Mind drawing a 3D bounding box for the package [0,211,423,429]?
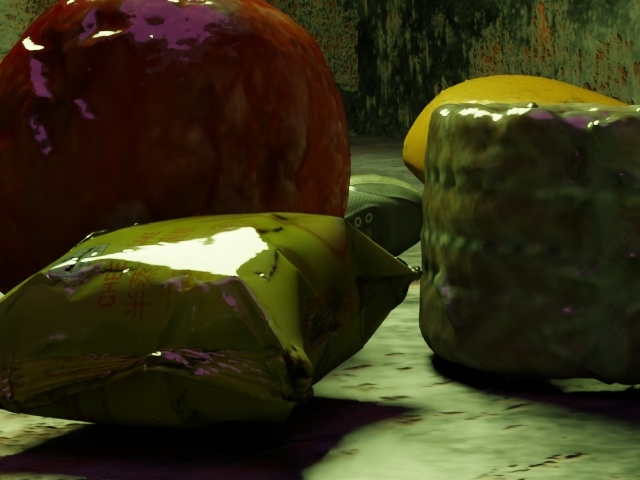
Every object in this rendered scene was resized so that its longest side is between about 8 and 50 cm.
[{"bbox_3d":[-0.055,0.034,0.790,0.168,0.090,0.226,-1,8,15],"label":"package"}]

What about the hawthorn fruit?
[{"bbox_3d":[-0.092,-0.079,1.017,0.242,0.271,0.242,9,4,-1],"label":"hawthorn fruit"}]

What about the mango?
[{"bbox_3d":[0.192,-0.037,1.233,0.257,0.138,0.187,24,3,41],"label":"mango"}]

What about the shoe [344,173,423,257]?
[{"bbox_3d":[0.002,0.000,1.251,0.194,0.074,0.077,-6,19,-23],"label":"shoe"}]

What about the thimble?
[{"bbox_3d":[0.146,-0.009,0.930,0.196,0.148,0.229,3,5,29],"label":"thimble"}]
